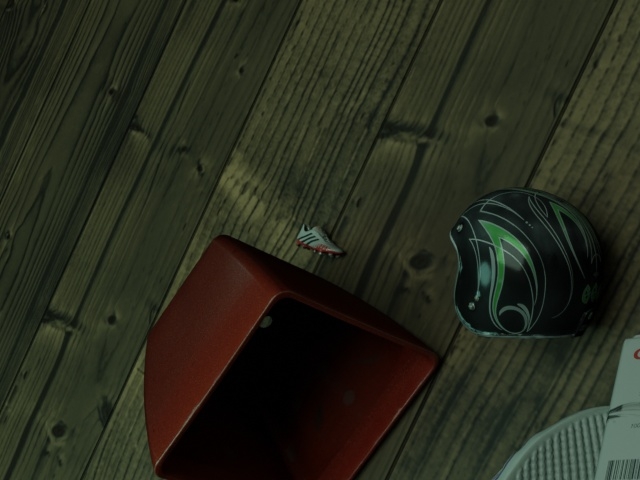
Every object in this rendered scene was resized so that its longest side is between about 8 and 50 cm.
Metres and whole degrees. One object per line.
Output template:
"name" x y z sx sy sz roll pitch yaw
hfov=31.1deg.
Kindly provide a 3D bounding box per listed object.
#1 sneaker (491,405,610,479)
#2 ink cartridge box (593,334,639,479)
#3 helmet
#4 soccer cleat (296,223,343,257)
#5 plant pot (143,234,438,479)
"sneaker" 0.215 0.275 1.239 0.282 0.161 0.102 -35 84 -9
"ink cartridge box" 0.361 0.204 1.080 0.172 0.100 0.237 -10 43 37
"helmet" 0.227 0.022 1.270 0.169 0.169 0.161 2 94 40
"soccer cleat" 0.000 0.000 1.553 0.083 0.029 0.035 18 92 46
"plant pot" -0.069 0.146 1.426 0.267 0.267 0.235 -55 39 12
